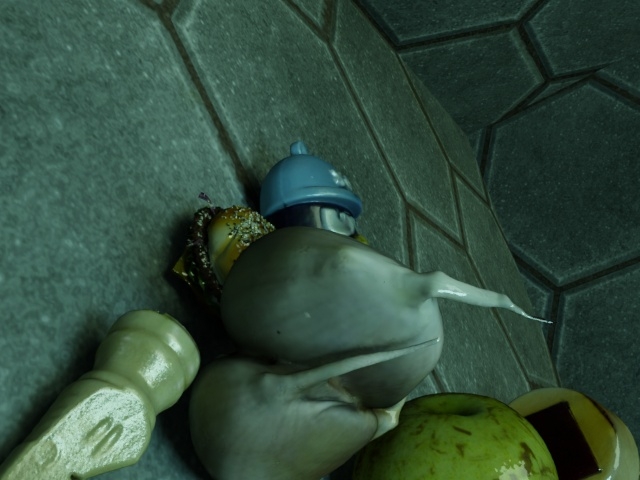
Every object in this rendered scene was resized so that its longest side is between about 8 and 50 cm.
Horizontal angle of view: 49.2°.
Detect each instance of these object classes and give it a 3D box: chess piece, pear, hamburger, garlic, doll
[{"bbox_3d":[-0.177,0.149,0.548,0.090,0.090,0.200,56,35,-19],"label":"chess piece"},{"bbox_3d":[0.166,0.331,0.873,0.283,0.283,0.283,48,28,-35],"label":"pear"},{"bbox_3d":[0.474,0.434,1.388,0.170,0.302,0.302,53,24,-42],"label":"hamburger"},{"bbox_3d":[-0.003,0.127,0.643,0.246,0.340,0.231,33,62,-3],"label":"garlic"},{"bbox_3d":[-0.088,0.035,0.826,0.189,0.093,0.164,51,25,-33],"label":"hamburger"},{"bbox_3d":[0.000,0.000,0.998,0.177,0.141,0.314,21,51,-63],"label":"doll"}]
